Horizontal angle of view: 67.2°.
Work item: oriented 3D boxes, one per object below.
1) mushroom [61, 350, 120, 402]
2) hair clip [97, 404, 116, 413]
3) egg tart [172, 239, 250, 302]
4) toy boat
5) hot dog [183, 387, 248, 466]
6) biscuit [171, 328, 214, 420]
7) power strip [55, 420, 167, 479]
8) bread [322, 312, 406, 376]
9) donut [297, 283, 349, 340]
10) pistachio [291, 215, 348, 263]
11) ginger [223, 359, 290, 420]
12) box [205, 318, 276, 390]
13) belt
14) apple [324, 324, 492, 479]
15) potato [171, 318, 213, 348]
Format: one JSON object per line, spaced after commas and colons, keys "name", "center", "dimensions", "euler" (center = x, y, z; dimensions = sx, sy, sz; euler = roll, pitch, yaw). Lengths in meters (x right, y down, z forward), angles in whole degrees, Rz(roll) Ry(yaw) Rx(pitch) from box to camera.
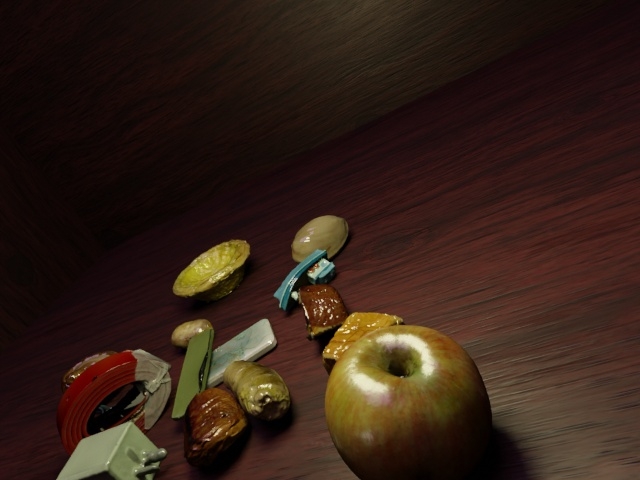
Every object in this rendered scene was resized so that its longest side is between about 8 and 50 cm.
{"name": "mushroom", "center": [-0.760, 0.477, 1.648], "dimensions": [0.231, 0.138, 0.194], "euler": [-1, 18, 31]}
{"name": "hair clip", "center": [-0.704, 0.551, 1.542], "dimensions": [0.229, 0.039, 0.070], "euler": [-15, 27, 45]}
{"name": "egg tart", "center": [-0.409, 0.134, 1.906], "dimensions": [0.345, 0.132, 0.345], "euler": [-27, 23, 12]}
{"name": "toy boat", "center": [-0.044, 0.133, 1.510], "dimensions": [0.098, 0.109, 0.238], "euler": [32, 60, 28]}
{"name": "hot dog", "center": [-0.256, 0.433, 1.124], "dimensions": [0.160, 0.099, 0.227], "euler": [-34, 21, -6]}
{"name": "biscuit", "center": [-0.352, 0.371, 1.362], "dimensions": [0.099, 0.038, 0.322], "euler": [-31, 28, 11]}
{"name": "power strip", "center": [-0.473, 0.533, 1.137], "dimensions": [0.224, 0.140, 0.139], "euler": [-25, 22, 16]}
{"name": "bread", "center": [0.106, 0.244, 0.998], "dimensions": [0.149, 0.158, 0.143], "euler": [-12, 30, 47]}
{"name": "donut", "center": [0.003, 0.182, 1.295], "dimensions": [0.126, 0.144, 0.186], "euler": [-13, -6, -8]}
{"name": "pistachio", "center": [0.000, 0.000, 1.680], "dimensions": [0.238, 0.153, 0.137], "euler": [-41, -16, -28]}
{"name": "ginger", "center": [-0.148, 0.354, 1.146], "dimensions": [0.116, 0.109, 0.263], "euler": [-39, 18, -23]}
{"name": "box", "center": [-0.260, 0.341, 1.405], "dimensions": [0.285, 0.044, 0.142], "euler": [-33, 26, -3]}
{"name": "belt", "center": [-0.561, 0.440, 1.330], "dimensions": [0.324, 0.227, 0.115], "euler": [-44, 28, -26]}
{"name": "apple", "center": [0.142, 0.282, 0.785], "dimensions": [0.264, 0.264, 0.264], "euler": [-26, 23, 12]}
{"name": "potato", "center": [-0.429, 0.316, 1.615], "dimensions": [0.170, 0.080, 0.107], "euler": [-14, 26, 25]}
